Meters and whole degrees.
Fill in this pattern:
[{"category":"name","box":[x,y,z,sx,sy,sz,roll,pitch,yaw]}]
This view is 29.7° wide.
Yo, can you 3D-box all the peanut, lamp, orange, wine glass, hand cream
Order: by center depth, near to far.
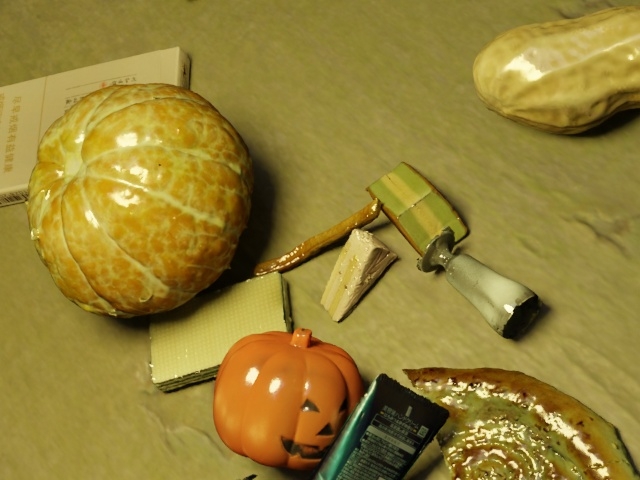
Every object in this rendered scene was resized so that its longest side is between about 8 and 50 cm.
[{"category":"hand cream","box":[0.035,0.286,1.404,0.270,0.120,0.061,-54,29,6]},{"category":"lamp","box":[-0.037,0.183,1.459,0.188,0.188,0.164,20,103,30]},{"category":"wine glass","box":[0.197,0.052,1.508,0.072,0.072,0.155,-46,57,-6]},{"category":"peanut","box":[0.352,-0.219,1.547,0.313,0.152,0.152,-10,60,14]},{"category":"orange","box":[-0.246,-0.057,1.623,0.329,0.249,0.329,-19,62,39]}]

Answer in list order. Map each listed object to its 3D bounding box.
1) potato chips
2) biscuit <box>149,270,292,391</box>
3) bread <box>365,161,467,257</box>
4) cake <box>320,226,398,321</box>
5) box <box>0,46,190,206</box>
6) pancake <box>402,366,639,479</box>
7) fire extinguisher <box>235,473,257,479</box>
[{"category":"potato chips","box":[0.000,0.000,1.625,0.204,0.037,0.026,-28,66,21]},{"category":"biscuit","box":[-0.134,0.124,1.626,0.199,0.040,0.121,-16,55,13]},{"category":"bread","box":[0.127,-0.041,1.622,0.074,0.084,0.139,-39,25,-1]},{"category":"cake","box":[0.039,0.045,1.588,0.121,0.065,0.052,-50,54,0]},{"category":"box","box":[-0.379,-0.173,1.878,0.365,0.051,0.204,-10,61,18]},{"category":"pancake","box":[0.234,0.255,1.395,0.376,0.054,0.197,30,79,33]},{"category":"fire extinguisher","box":[-0.123,0.360,1.493,0.158,0.043,0.064,-63,17,-17]}]
